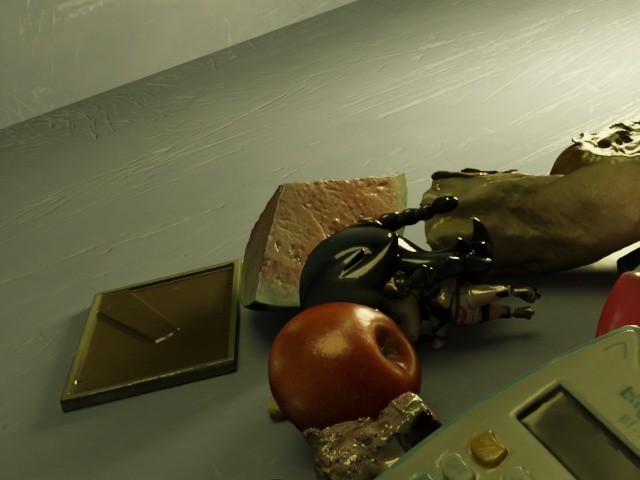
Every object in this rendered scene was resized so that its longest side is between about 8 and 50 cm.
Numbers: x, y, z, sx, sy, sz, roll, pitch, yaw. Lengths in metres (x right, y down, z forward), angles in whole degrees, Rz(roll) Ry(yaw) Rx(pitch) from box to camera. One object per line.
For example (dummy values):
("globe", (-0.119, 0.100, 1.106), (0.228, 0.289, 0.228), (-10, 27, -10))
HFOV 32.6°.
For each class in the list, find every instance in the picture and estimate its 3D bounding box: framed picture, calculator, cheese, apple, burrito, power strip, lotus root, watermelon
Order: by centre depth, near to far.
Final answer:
("calculator", (0.151, 0.229, 0.833), (0.386, 0.054, 0.256), (-31, 36, -9))
("apple", (0.029, 0.141, 1.168), (0.139, 0.163, 0.163), (-25, 16, 31))
("cheese", (-0.024, 0.190, 1.258), (0.083, 0.030, 0.044), (7, 49, 33))
("power strip", (0.429, 0.019, 1.356), (0.123, 0.032, 0.056), (-26, 26, -24))
("burrito", (0.301, -0.028, 1.398), (0.331, 0.190, 0.135), (-4, 68, 33))
("watermelon", (0.000, 0.000, 1.511), (0.260, 0.176, 0.256), (-1, 25, -21))
("framed picture", (-0.227, 0.124, 1.546), (0.240, 0.020, 0.324), (-14, 23, 2))
("lotus root", (0.435, -0.128, 1.633), (0.203, 0.078, 0.183), (1, 27, 37))

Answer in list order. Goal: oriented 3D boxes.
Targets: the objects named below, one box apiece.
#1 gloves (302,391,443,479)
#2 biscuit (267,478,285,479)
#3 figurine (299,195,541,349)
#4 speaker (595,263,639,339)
("gloves", (0.055, 0.211, 1.062), (0.144, 0.110, 0.094), (-19, 20, -10))
("biscuit", (-0.036, 0.316, 0.897), (0.196, 0.049, 0.302), (-4, 37, 27))
("figurine", (0.106, 0.055, 1.316), (0.264, 0.175, 0.197), (-12, 31, -10))
("speaker", (0.391, 0.112, 0.994), (0.294, 0.294, 0.294), (-13, 23, 6))
